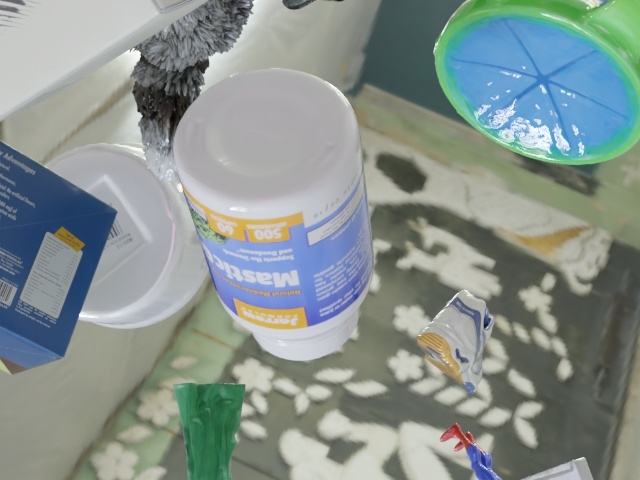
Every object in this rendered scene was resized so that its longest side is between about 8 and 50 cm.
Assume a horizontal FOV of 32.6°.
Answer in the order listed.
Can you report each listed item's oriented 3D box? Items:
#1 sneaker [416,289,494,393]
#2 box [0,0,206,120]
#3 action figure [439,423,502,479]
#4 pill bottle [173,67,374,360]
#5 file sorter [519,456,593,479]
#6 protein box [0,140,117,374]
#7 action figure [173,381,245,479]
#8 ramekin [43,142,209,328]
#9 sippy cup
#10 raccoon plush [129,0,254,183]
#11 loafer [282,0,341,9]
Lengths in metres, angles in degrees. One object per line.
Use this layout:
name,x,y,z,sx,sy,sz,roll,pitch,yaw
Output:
sneaker,0.251,0.173,1.869,0.131,0.112,0.296,-53,-17,-7
box,-0.207,-0.198,0.949,0.275,0.094,0.113,-20,13,41
action figure,0.303,0.484,2.029,0.139,0.280,0.091,-50,-46,5
pill bottle,-0.031,-0.007,0.969,0.272,0.152,0.152,80,-147,-53
file sorter,0.248,0.429,1.460,0.278,0.173,0.193,131,125,-61
protein box,-0.378,0.017,1.273,0.136,0.200,0.201,-20,46,46
action figure,-0.205,0.383,2.034,0.063,0.137,0.232,110,159,-68
ramekin,-0.299,-0.010,1.566,0.135,0.277,0.277,16,-82,-82
sippy cup,0.272,-0.239,1.177,0.224,0.305,0.240,-61,-41,-26
raccoon plush,-0.170,-0.263,1.268,0.299,0.216,0.446,-66,-32,-73
loafer,0.011,-0.416,1.755,0.076,0.078,0.223,-12,-7,-39
